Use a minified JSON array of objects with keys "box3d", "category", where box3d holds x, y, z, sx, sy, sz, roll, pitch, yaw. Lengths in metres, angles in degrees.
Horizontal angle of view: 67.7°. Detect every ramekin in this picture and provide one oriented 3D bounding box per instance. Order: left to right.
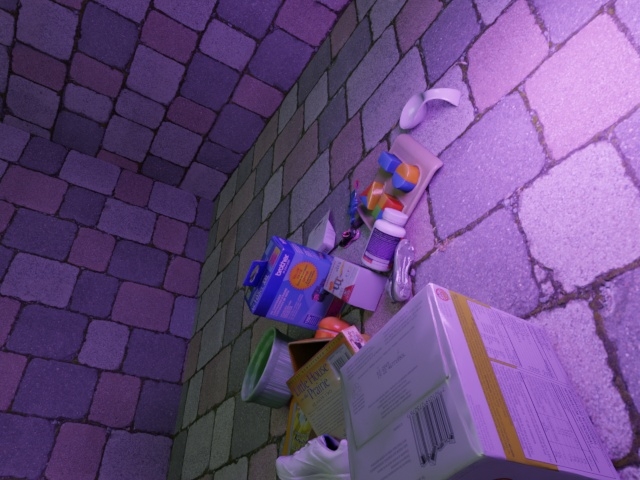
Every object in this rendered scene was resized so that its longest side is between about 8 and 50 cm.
[{"box3d":[-0.181,0.509,1.881,0.303,0.148,0.303,-58,15,25],"category":"ramekin"}]

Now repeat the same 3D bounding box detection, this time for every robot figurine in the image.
[{"box3d":[0.038,0.359,1.648,0.128,0.158,0.219,5,75,41],"category":"robot figurine"}]

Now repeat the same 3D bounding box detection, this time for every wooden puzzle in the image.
[{"box3d":[0.250,-0.194,1.698,0.347,0.081,0.322,-59,27,20],"category":"wooden puzzle"}]

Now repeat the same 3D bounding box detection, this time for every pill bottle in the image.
[{"box3d":[0.214,-0.004,1.566,0.108,0.108,0.193,-126,52,-60],"category":"pill bottle"}]

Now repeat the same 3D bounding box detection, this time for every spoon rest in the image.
[{"box3d":[0.365,-0.475,1.680,0.276,0.084,0.137,-7,65,61],"category":"spoon rest"}]

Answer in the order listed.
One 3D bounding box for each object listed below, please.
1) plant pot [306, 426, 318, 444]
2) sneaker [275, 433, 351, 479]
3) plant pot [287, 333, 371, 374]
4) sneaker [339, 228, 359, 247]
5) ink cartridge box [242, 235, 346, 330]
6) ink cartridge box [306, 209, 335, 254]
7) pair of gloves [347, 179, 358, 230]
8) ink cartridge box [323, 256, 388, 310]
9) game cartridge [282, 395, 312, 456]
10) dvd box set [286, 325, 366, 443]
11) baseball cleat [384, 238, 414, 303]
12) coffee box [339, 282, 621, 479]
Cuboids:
[{"box3d":[0.052,0.639,1.465,0.236,0.032,0.236,-26,51,36],"category":"plant pot"},{"box3d":[-0.005,0.582,1.273,0.297,0.111,0.129,-19,78,35],"category":"sneaker"},{"box3d":[0.058,0.382,1.444,0.212,0.187,0.212,-16,87,43],"category":"plant pot"},{"box3d":[0.102,-0.013,1.882,0.119,0.057,0.047,-43,38,45],"category":"sneaker"},{"box3d":[-0.096,0.159,1.745,0.269,0.396,0.151,-65,26,9],"category":"ink cartridge box"},{"box3d":[0.000,0.000,2.099,0.189,0.066,0.232,-49,15,37],"category":"ink cartridge box"},{"box3d":[0.126,-0.133,1.889,0.159,0.023,0.198,101,177,-49],"category":"pair of gloves"},{"box3d":[0.117,0.146,1.641,0.176,0.128,0.128,21,92,62],"category":"ink cartridge box"},{"box3d":[-0.043,0.685,1.652,0.285,0.053,0.323,-30,45,53],"category":"game cartridge"},{"box3d":[0.104,0.478,1.252,0.420,0.062,0.307,54,128,20],"category":"dvd box set"},{"box3d":[0.242,0.098,1.509,0.109,0.072,0.205,-38,35,58],"category":"baseball cleat"},{"box3d":[0.276,0.354,0.943,0.337,0.335,0.338,-52,28,34],"category":"coffee box"}]
